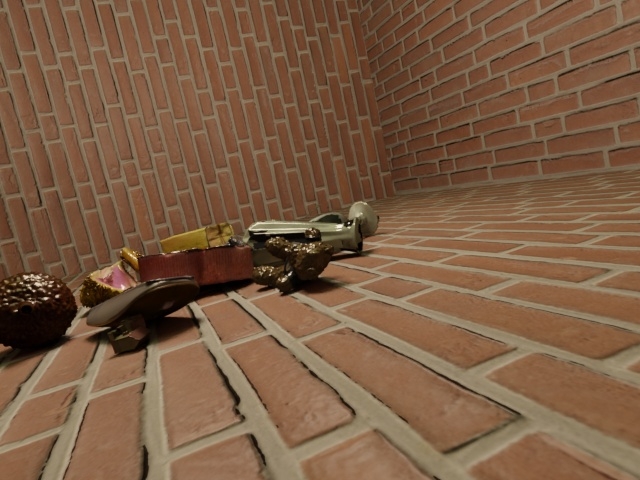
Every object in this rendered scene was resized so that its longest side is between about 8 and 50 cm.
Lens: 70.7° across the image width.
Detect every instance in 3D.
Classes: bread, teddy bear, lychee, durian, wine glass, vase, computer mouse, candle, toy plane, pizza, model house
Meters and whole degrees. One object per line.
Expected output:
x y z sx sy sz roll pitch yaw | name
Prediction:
-0.485 0.033 1.816 0.264 0.167 0.163 -10 6 28 | bread
-0.053 0.052 1.114 0.129 0.181 0.251 26 -16 -30 | teddy bear
-0.678 0.161 1.049 0.200 0.199 0.238 -16 -5 -29 | lychee
-0.667 0.143 1.412 0.165 0.132 0.182 -24 15 -23 | durian
0.072 -0.045 1.604 0.144 0.143 0.321 -7 11 39 | wine glass
-0.055 0.003 1.403 0.361 0.164 0.165 -6 8 16 | vase
-0.403 0.149 1.014 0.311 0.071 0.158 -23 -13 36 | computer mouse
-0.365 0.094 1.319 0.317 0.131 0.287 -5 -3 -23 | candle
-0.317 0.021 1.685 0.212 0.088 0.267 -38 14 16 | toy plane
-0.583 0.098 1.543 0.147 0.226 0.069 31 75 35 | pizza
-0.367 0.180 0.886 0.058 0.057 0.083 -17 5 4 | model house

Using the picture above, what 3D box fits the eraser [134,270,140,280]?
-0.651 0.111 1.889 0.125 0.067 0.210 -5 11 42 | eraser

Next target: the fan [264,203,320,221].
-0.093 -0.037 1.485 0.310 0.182 0.010 -37 22 37 | fan
